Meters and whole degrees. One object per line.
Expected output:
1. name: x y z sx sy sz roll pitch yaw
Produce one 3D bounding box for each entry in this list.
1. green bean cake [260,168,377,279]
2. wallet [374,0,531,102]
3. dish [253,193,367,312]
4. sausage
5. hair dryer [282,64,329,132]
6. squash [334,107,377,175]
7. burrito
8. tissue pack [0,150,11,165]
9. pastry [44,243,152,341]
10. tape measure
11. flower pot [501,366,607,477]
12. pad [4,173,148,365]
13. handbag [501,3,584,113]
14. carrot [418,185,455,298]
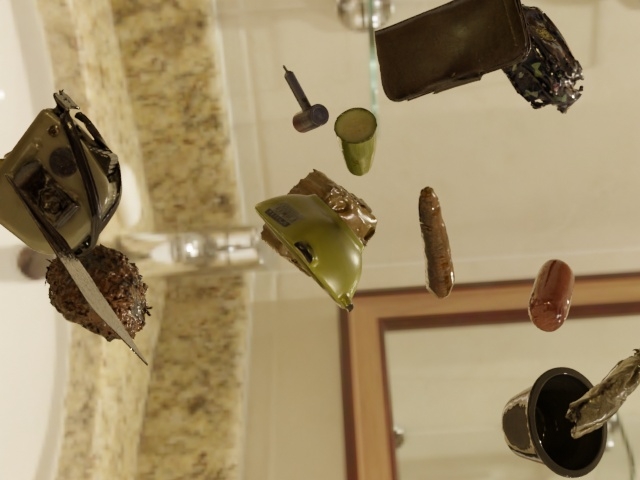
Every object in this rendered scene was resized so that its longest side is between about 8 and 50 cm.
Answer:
1. green bean cake: 0.002 -0.028 2.254 0.224 0.230 0.131 36 6 -44
2. wallet: 0.197 -0.302 1.472 0.031 0.255 0.137 -5 82 -53
3. dish: 0.000 0.000 1.697 0.221 0.108 0.262 50 -4 -29
4. sausage: 0.362 0.083 1.490 0.154 0.062 0.062 -54 144 -56
5. hair dryer: -0.035 -0.232 1.541 0.063 0.037 0.114 -11 -70 58
6. squash: 0.081 -0.197 2.080 0.224 0.094 0.094 80 6 -66
7. burrito: 0.503 0.258 1.645 0.063 0.229 0.058 37 -23 35
8. tissue pack: -0.712 -0.140 2.188 0.178 0.123 0.127 -36 104 -48
9. pastry: -0.489 0.105 2.154 0.193 0.274 0.275 -61 180 4
10. tape measure: -0.480 -0.109 1.797 0.271 0.231 0.133 -53 -179 6
11. flower pot: 0.493 0.399 2.080 0.148 0.235 0.235 -23 -114 55
12. pad: -0.392 0.047 1.532 0.330 0.004 0.220 48 -9 33
13. handbag: 0.412 -0.370 1.856 0.162 0.113 0.260 -5 59 -52
14. carrot: 0.241 0.002 1.996 0.066 0.066 0.314 -91 171 -48
